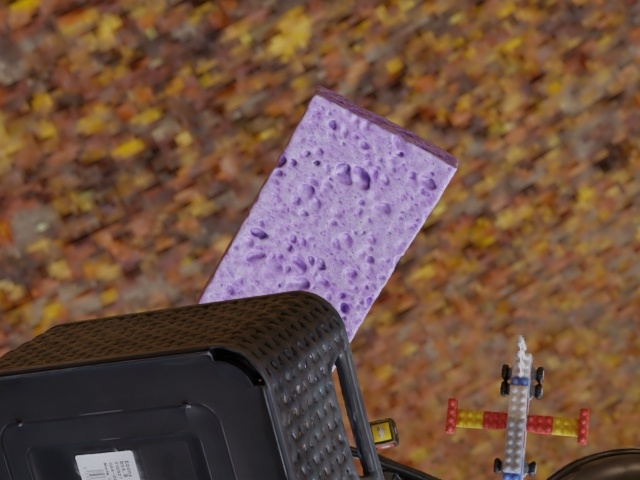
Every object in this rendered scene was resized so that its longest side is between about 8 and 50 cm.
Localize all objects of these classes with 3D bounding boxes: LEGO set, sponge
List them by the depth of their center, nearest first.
[{"bbox_3d":[0.000,0.000,1.240,0.210,0.117,0.031,-60,-174,23],"label":"sponge"},{"bbox_3d":[0.149,0.200,1.309,0.182,0.244,0.060,-42,160,-2],"label":"LEGO set"}]

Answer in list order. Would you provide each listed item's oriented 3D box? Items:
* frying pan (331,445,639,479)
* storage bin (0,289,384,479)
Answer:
[{"bbox_3d":[0.180,0.196,1.189,0.197,0.326,0.053,-43,164,-12],"label":"frying pan"},{"bbox_3d":[-0.074,0.101,0.793,0.180,0.122,0.084,-9,-168,27],"label":"storage bin"}]
